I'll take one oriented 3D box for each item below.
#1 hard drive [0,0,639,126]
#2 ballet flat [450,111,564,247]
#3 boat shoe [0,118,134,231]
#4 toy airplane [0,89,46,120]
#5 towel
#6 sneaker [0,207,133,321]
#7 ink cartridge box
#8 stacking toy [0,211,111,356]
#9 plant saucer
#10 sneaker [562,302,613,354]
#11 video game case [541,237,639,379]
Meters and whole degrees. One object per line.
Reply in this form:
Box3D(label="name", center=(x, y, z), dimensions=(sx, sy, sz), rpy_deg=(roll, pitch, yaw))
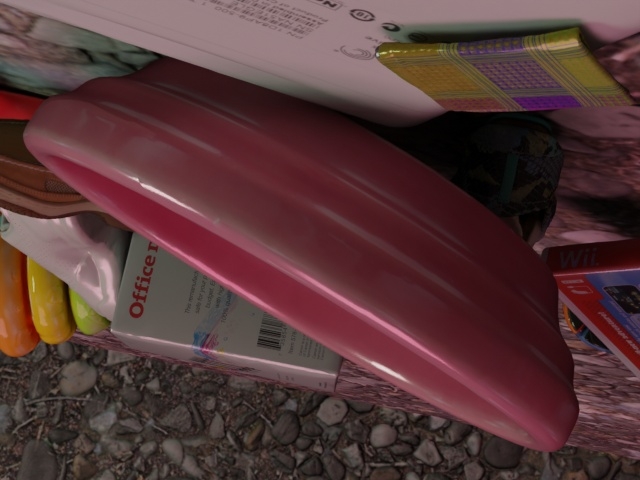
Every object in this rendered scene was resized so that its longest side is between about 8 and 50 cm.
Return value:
Box3D(label="hard drive", center=(0.013, -0.118, 0.378), dimensions=(0.233, 0.047, 0.353), rpy_deg=(16, 168, -21))
Box3D(label="ballet flat", center=(0.104, -0.017, 0.722), dimensions=(0.070, 0.070, 0.188), rpy_deg=(9, 168, 12))
Box3D(label="boat shoe", center=(-0.153, -0.056, 0.794), dimensions=(0.190, 0.072, 0.068), rpy_deg=(8, -139, -54))
Box3D(label="toy airplane", center=(-0.229, -0.082, 0.825), dimensions=(0.151, 0.028, 0.151), rpy_deg=(10, 168, 2))
Box3D(label="towel", center=(0.067, -0.062, 0.454), dimensions=(0.083, 0.009, 0.060), rpy_deg=(2, 165, 36))
Box3D(label="sneaker", center=(-0.196, -0.003, 0.946), dimensions=(0.094, 0.080, 0.212), rpy_deg=(3, 152, 10))
Box3D(label="ink cartridge box", center=(-0.060, 0.036, 0.972), dimensions=(0.176, 0.128, 0.127), rpy_deg=(12, 169, 2))
Box3D(label="stacking toy", center=(-0.206, 0.025, 1.089), dimensions=(0.302, 0.175, 0.166), rpy_deg=(-2, 165, -1))
Box3D(label="plant saucer", center=(0.000, 0.000, 0.679), dimensions=(0.332, 0.084, 0.332), rpy_deg=(29, 173, 4))
Box3D(label="sneaker", center=(0.288, 0.069, 0.953), dimensions=(0.221, 0.083, 0.087), rpy_deg=(20, 177, -2))
Box3D(label="video game case", center=(0.306, 0.049, 0.755), dimensions=(0.285, 0.025, 0.204), rpy_deg=(-7, 146, 38))
